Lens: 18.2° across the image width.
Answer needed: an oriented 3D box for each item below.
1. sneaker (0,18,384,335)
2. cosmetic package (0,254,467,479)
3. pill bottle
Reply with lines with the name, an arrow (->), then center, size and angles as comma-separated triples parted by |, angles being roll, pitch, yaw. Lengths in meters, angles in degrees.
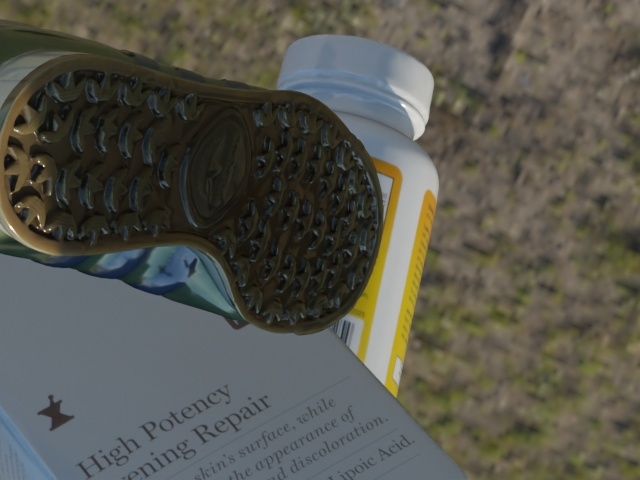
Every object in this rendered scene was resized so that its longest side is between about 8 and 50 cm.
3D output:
sneaker -> -0.058, -0.022, 0.530 | 0.086, 0.064, 0.192 | 17, 180, 28
cosmetic package -> -0.062, 0.058, 0.709 | 0.231, 0.117, 0.085 | 46, 152, 31
pill bottle -> 0.000, 0.000, 1.275 | 0.136, 0.246, 0.136 | 12, 162, 4
